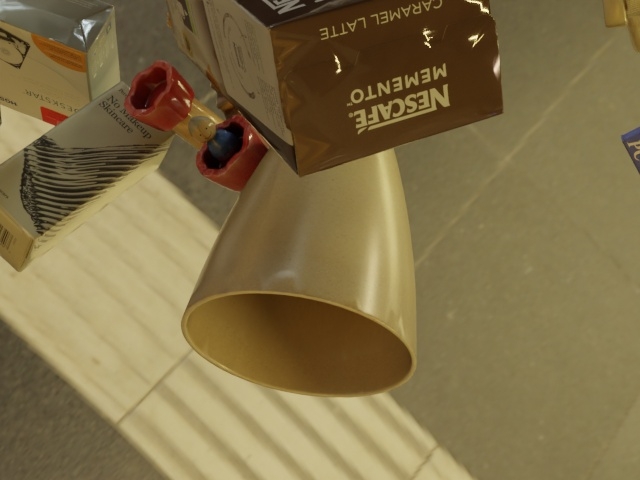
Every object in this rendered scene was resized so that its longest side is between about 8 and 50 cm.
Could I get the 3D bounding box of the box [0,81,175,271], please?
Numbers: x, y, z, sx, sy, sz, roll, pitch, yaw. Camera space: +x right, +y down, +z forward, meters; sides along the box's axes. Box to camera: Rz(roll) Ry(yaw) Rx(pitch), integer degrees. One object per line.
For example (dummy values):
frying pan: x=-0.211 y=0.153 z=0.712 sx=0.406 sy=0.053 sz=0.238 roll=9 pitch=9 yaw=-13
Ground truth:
box: x=-0.324 y=-0.086 z=1.826 sx=0.113 sy=0.094 sz=0.275 roll=42 pitch=52 yaw=4

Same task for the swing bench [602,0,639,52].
swing bench: x=0.393 y=-0.277 z=1.280 sx=0.255 sy=0.253 sz=0.165 roll=-6 pitch=92 yaw=-72

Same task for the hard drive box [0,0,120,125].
hard drive box: x=-0.384 y=-0.262 z=1.993 sx=0.181 sy=0.232 sz=0.089 roll=21 pitch=64 yaw=6

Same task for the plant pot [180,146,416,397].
plant pot: x=0.000 y=0.000 z=1.574 sx=0.256 sy=0.256 sz=0.274 roll=22 pitch=59 yaw=-18

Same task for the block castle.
block castle: x=-0.030 y=-0.281 z=1.749 sx=0.213 sy=0.453 sz=0.303 roll=36 pitch=2 yaw=-40

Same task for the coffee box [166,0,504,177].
coffee box: x=-0.003 y=-0.146 z=0.908 sx=0.141 sy=0.098 sz=0.246 roll=-18 pitch=30 yaw=-14

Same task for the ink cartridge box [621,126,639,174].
ink cartridge box: x=0.476 y=-0.063 z=1.801 sx=0.207 sy=0.097 sz=0.046 roll=61 pitch=17 yaw=-7
